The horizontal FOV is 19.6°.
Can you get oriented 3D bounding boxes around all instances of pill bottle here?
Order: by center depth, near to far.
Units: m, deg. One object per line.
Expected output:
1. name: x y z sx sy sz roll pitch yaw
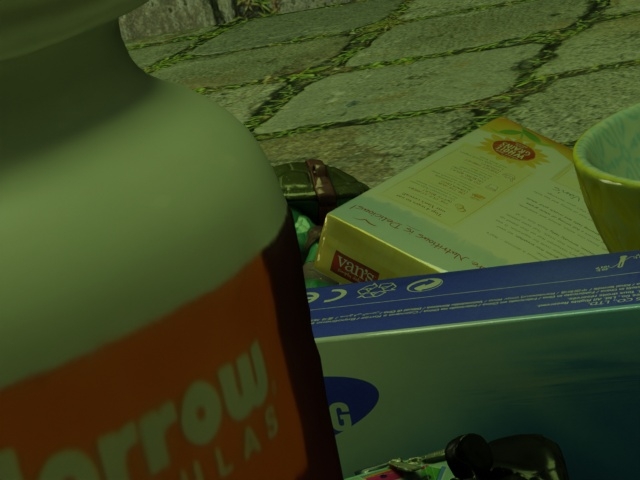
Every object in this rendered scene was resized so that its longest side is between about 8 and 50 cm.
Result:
1. pill bottle: -0.100 0.089 0.445 0.224 0.392 0.224 -11 14 3

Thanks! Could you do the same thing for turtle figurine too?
1. turtle figurine: 0.000 0.000 1.312 0.234 0.118 0.175 -6 17 -5

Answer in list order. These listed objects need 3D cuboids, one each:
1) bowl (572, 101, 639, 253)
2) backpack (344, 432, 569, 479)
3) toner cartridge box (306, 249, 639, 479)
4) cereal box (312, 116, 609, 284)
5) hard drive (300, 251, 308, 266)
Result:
1. bowl: 0.285 0.003 0.957 0.290 0.156 0.289 -12 14 3
2. backpack: 0.012 0.153 0.665 0.182 0.151 0.115 -14 -2 5
3. toner cartridge box: 0.093 0.095 0.738 0.348 0.165 0.075 -8 14 19
4. cereal box: 0.128 0.002 1.175 0.173 0.047 0.240 28 31 22
5. hard drive: -0.004 0.000 1.487 0.135 0.022 0.094 -7 15 19
